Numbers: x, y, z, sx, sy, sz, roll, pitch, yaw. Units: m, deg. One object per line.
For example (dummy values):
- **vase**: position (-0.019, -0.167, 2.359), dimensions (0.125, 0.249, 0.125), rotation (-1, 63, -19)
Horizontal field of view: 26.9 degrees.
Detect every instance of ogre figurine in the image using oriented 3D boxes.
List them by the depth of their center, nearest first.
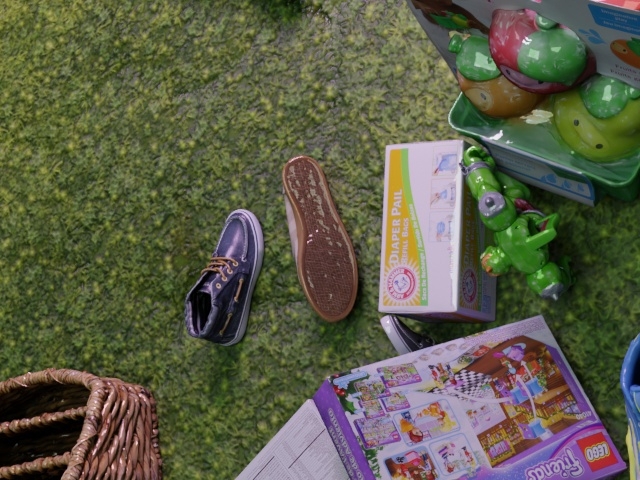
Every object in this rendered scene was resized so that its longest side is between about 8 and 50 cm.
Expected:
- **ogre figurine**: position (0.221, -0.010, 1.484), dimensions (0.096, 0.118, 0.197), rotation (-14, 107, 12)

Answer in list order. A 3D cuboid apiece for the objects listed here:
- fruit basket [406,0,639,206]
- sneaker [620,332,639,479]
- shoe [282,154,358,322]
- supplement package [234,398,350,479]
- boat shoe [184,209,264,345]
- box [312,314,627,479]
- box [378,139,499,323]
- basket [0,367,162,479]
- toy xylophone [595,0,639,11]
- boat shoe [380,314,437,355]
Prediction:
- **fruit basket**: position (0.234, -0.174, 1.416), dimensions (0.327, 0.353, 0.165), rotation (23, 83, 31)
- **sneaker**: position (0.353, 0.204, 1.412), dimensions (0.091, 0.126, 0.240), rotation (-11, 75, 29)
- **shoe**: position (0.000, 0.000, 1.707), dimensions (0.076, 0.058, 0.219), rotation (-12, 77, -4)
- **supplement package**: position (0.047, 0.309, 1.534), dimensions (0.149, 0.194, 0.203), rotation (-49, 60, 15)
- **boat shoe**: position (-0.126, 0.045, 1.750), dimensions (0.065, 0.083, 0.183), rotation (3, 82, 31)
- **box**: position (0.162, 0.209, 1.444), dimensions (0.201, 0.293, 0.057), rotation (64, 149, 24)
- **box**: position (0.143, -0.007, 1.584), dimensions (0.103, 0.114, 0.203), rotation (-2, 81, 31)
- **basket**: position (-0.391, 0.278, 1.784), dimensions (0.299, 0.223, 0.213), rotation (-13, 74, 29)
- **toy xylophone**: position (0.335, -0.354, 1.553), dimensions (0.236, 0.081, 0.323), rotation (-28, 68, 24)
- **boat shoe**: position (0.123, 0.133, 1.571), dimensions (0.040, 0.142, 0.049), rotation (-37, 26, 9)
